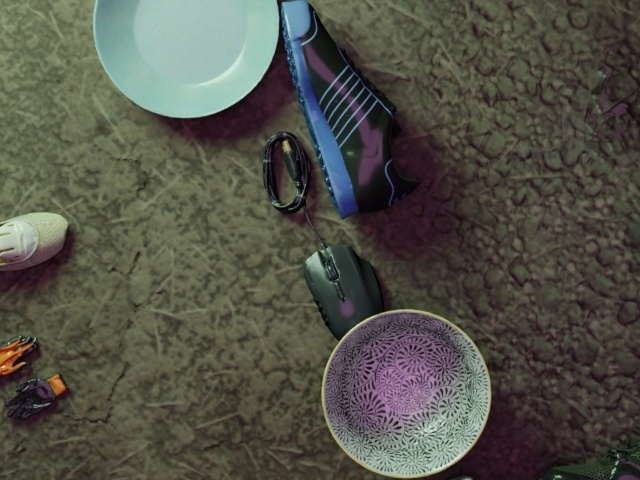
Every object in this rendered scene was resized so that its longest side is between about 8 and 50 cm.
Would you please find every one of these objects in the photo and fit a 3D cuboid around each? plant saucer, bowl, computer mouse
[{"bbox_3d":[-0.137,-0.223,1.493,0.195,0.037,0.195,0,92,5],"label":"plant saucer"},{"bbox_3d":[0.089,0.151,1.467,0.170,0.080,0.170,0,93,5],"label":"bowl"},{"bbox_3d":[0.000,0.000,1.489,0.071,0.041,0.242,-26,89,6],"label":"computer mouse"}]

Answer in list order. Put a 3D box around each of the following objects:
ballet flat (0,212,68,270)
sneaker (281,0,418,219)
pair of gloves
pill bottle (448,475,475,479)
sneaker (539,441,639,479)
[{"bbox_3d":[-0.348,0.010,1.512,0.168,0.052,0.057,-14,91,5],"label":"ballet flat"},{"bbox_3d":[0.027,-0.141,1.467,0.090,0.081,0.232,-18,93,-5],"label":"sneaker"},{"bbox_3d":[-0.319,0.147,1.537,0.074,0.010,0.083,-34,92,4],"label":"pair of gloves"},{"bbox_3d":[0.170,0.371,1.444,0.130,0.130,0.245,-35,89,5],"label":"pill bottle"},{"bbox_3d":[0.334,0.213,1.449,0.228,0.087,0.130,0,90,2],"label":"sneaker"}]
